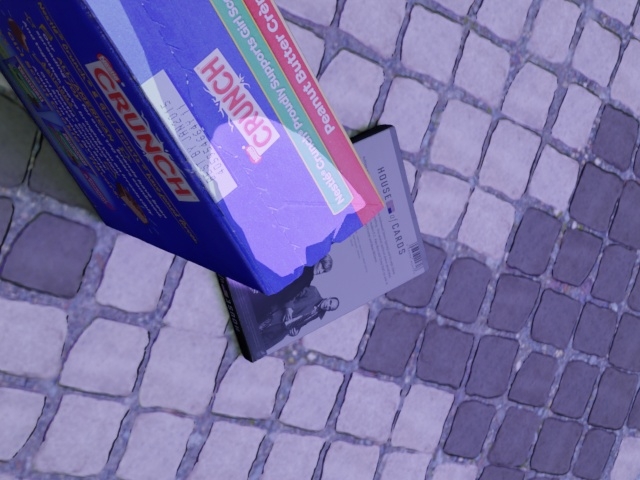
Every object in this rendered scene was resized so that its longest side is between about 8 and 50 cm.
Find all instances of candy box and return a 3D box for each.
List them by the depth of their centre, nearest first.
[{"bbox_3d":[-0.135,-0.119,0.705,0.122,0.317,0.268,-39,119,-19],"label":"candy box"}]

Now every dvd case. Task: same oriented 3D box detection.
[{"bbox_3d":[0.000,0.000,0.989,0.239,0.030,0.179,-26,113,-26],"label":"dvd case"}]
